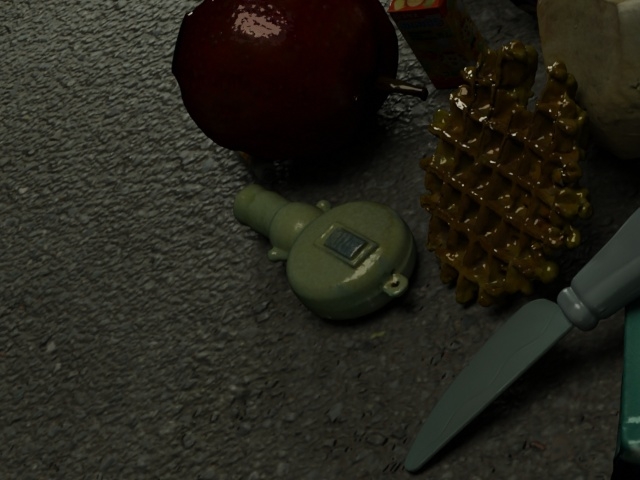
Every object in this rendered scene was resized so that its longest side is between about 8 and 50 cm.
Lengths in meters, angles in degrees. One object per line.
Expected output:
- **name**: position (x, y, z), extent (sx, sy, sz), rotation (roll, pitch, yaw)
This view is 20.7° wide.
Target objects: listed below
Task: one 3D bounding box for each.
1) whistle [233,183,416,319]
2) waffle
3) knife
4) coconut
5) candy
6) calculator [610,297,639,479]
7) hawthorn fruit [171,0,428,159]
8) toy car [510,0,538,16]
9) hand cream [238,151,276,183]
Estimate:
- **whistle**: position (0.000, 0.000, 1.691), extent (0.126, 0.067, 0.258), rotation (-43, 38, -14)
- **waffle**: position (0.164, -0.057, 1.563), extent (0.229, 0.051, 0.231), rotation (-34, 56, 51)
- **knife**: position (0.187, 0.073, 1.465), extent (0.331, 0.044, 0.080), rotation (-41, 33, 16)
- **coconut**: position (0.312, -0.178, 1.564), extent (0.237, 0.197, 0.237), rotation (-15, 37, 11)
- **candy**: position (0.124, -0.207, 1.777), extent (0.062, 0.122, 0.038), rotation (-1, 53, 34)
- **calculator**: position (0.362, 0.077, 1.379), extent (0.274, 0.058, 0.248), rotation (-11, 45, 23)
- **hawthorn fruit**: position (-0.013, -0.182, 1.775), extent (0.266, 0.210, 0.230), rotation (13, 26, 33)
- **toy car**: position (0.254, -0.300, 1.768), extent (0.158, 0.172, 0.235), rotation (-26, 39, 34)
- **hand cream**: position (-0.069, -0.090, 1.864), extent (0.035, 0.022, 0.102), rotation (-37, 35, 3)
